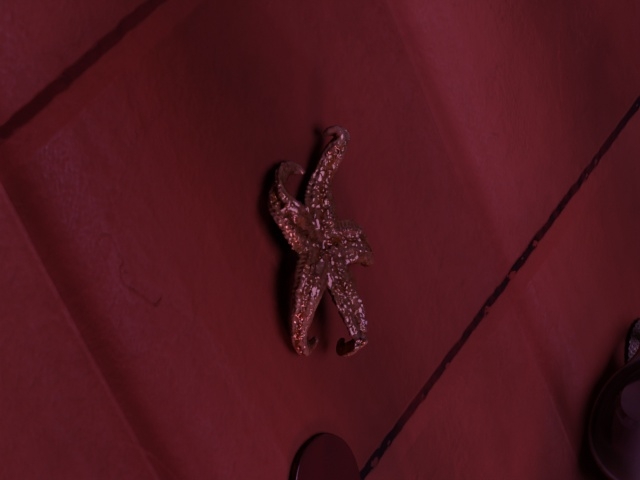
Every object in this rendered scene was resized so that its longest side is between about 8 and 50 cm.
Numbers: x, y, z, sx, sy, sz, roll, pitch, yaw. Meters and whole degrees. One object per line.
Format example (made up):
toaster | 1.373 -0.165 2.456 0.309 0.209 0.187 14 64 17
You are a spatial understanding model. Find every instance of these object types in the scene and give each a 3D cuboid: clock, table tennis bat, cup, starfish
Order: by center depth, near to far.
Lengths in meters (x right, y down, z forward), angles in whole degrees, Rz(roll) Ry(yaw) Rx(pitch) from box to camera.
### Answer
starfish | 0.009 0.000 1.586 0.150 0.053 0.210 21 72 -54
table tennis bat | 0.011 0.253 1.618 0.095 0.014 0.158 -27 108 -50
cup | 0.424 0.232 2.028 0.264 0.182 0.226 50 31 -47
clock | 0.380 0.132 2.077 0.074 0.010 0.083 -8 96 -50
